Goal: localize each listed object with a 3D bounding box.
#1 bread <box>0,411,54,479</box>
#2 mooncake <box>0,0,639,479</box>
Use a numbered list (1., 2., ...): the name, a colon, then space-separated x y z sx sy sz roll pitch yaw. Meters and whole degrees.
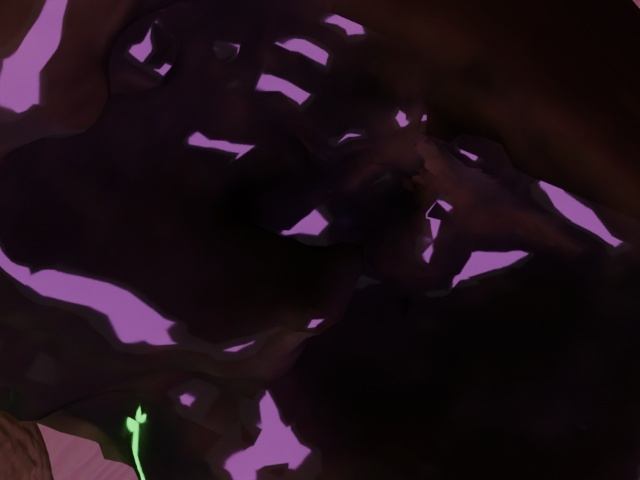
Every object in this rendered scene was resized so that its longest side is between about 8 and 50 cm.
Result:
1. bread: -0.289 0.155 0.916 0.320 0.237 0.320 -28 157 -13
2. mooncake: 0.000 0.000 0.724 0.246 0.394 0.393 -43 168 34
